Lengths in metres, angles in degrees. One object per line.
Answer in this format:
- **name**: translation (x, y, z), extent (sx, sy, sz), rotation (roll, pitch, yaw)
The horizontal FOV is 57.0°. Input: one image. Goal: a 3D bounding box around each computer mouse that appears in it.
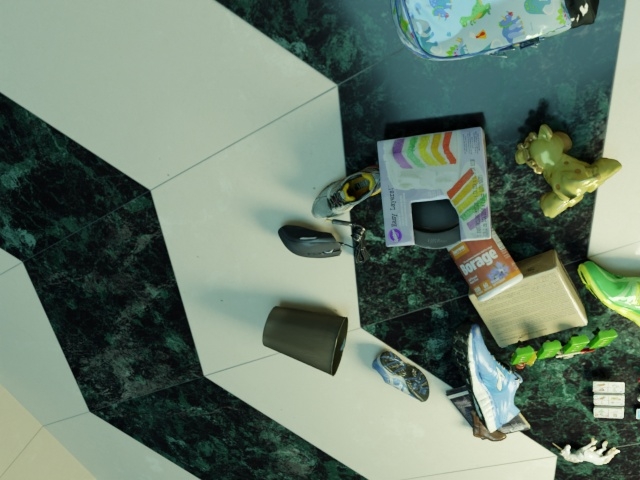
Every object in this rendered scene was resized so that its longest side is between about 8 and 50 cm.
- **computer mouse**: translation (0.000, 0.000, 1.575), extent (0.262, 0.060, 0.184), rotation (13, 150, 10)

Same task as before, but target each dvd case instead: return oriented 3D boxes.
- **dvd case**: translation (0.512, 0.519, 1.808), extent (0.164, 0.018, 0.221), rotation (-28, 111, 32)

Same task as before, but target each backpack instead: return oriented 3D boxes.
- **backpack**: translation (0.307, -0.480, 1.105), extent (0.355, 0.273, 0.290), rotation (-1, 129, 33)

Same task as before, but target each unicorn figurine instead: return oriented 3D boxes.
- **unicorn figurine**: translation (0.798, 0.634, 1.761), extent (0.162, 0.060, 0.111), rotation (25, 126, 2)

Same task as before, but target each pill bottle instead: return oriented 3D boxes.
- **pill bottle**: translation (0.382, 0.029, 1.429), extent (0.121, 0.121, 0.216), rotation (-38, 76, 34)

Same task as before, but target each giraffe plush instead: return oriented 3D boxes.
- **giraffe plush**: translation (0.514, -0.163, 1.287), extent (0.181, 0.210, 0.170), rotation (-46, 71, 38)

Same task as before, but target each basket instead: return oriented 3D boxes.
- **basket**: translation (-0.047, 0.289, 1.769), extent (0.227, 0.154, 0.204), rotation (14, 127, 14)

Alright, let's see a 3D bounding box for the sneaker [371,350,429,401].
- **sneaker**: translation (0.248, 0.418, 1.806), extent (0.211, 0.080, 0.081), rotation (43, 142, -8)

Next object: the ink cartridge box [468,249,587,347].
- **ink cartridge box**: translation (0.531, 0.153, 1.519), extent (0.234, 0.088, 0.193), rotation (-23, 114, 29)

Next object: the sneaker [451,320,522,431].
- **sneaker**: translation (0.478, 0.370, 1.673), extent (0.147, 0.130, 0.330), rotation (-23, 104, -5)

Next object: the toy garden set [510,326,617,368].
- **toy garden set**: translation (0.618, 0.276, 1.545), extent (0.244, 0.049, 0.204), rotation (-13, 156, 5)

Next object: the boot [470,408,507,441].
- **boot**: translation (0.514, 0.560, 1.804), extent (0.106, 0.037, 0.114), rotation (-1, 118, 17)

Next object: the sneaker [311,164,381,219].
- **sneaker**: translation (0.060, -0.121, 1.487), extent (0.225, 0.093, 0.088), rotation (-32, 87, 31)

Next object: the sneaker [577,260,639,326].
- **sneaker**: translation (0.759, 0.125, 1.431), extent (0.295, 0.109, 0.123), rotation (31, 105, -2)

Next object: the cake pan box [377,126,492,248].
- **cake pan box**: translation (0.264, -0.114, 1.371), extent (0.245, 0.070, 0.267), rotation (-4, 91, 20)

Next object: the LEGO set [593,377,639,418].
- **LEGO set**: translation (0.882, 0.424, 1.620), extent (0.244, 0.060, 0.182), rotation (-4, 132, 23)
